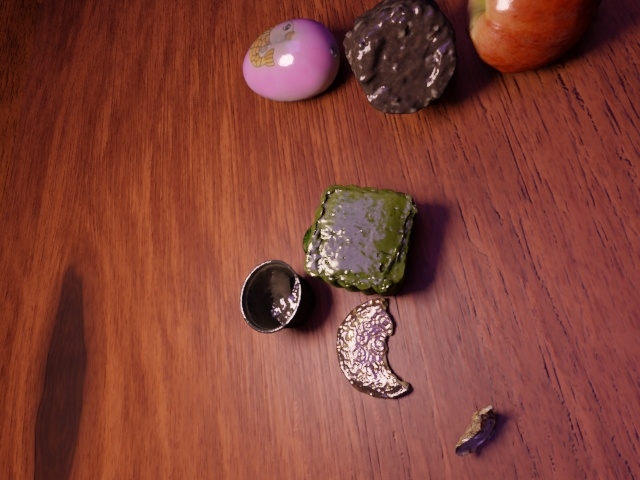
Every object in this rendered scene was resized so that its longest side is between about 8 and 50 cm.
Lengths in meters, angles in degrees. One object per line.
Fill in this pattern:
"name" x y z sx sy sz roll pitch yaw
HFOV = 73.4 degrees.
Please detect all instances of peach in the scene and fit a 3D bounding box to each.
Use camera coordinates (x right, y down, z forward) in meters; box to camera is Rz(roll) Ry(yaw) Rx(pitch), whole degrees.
"peach" 0.408 -0.440 0.800 0.257 0.232 0.232 1 71 -4

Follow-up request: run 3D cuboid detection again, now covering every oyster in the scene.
"oyster" 0.251 0.311 0.714 0.083 0.080 0.038 -21 33 -13

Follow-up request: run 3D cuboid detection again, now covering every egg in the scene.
"egg" -0.078 -0.449 1.097 0.271 0.196 0.196 -16 65 37

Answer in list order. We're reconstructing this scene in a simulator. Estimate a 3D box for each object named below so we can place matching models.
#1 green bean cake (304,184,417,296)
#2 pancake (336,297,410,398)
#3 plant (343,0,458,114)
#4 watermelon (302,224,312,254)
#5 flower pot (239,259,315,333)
"green bean cake" 0.083 -0.002 0.864 0.200 0.113 0.214 9 81 13
"pancake" 0.112 0.210 0.857 0.184 0.020 0.190 18 84 34
"plant" 0.171 -0.418 0.939 0.215 0.213 0.312 -30 25 18
"watermelon" 0.000 0.000 0.969 0.105 0.062 0.105 -14 64 31
"flower pot" -0.086 0.130 0.949 0.157 0.107 0.157 -8 71 25
